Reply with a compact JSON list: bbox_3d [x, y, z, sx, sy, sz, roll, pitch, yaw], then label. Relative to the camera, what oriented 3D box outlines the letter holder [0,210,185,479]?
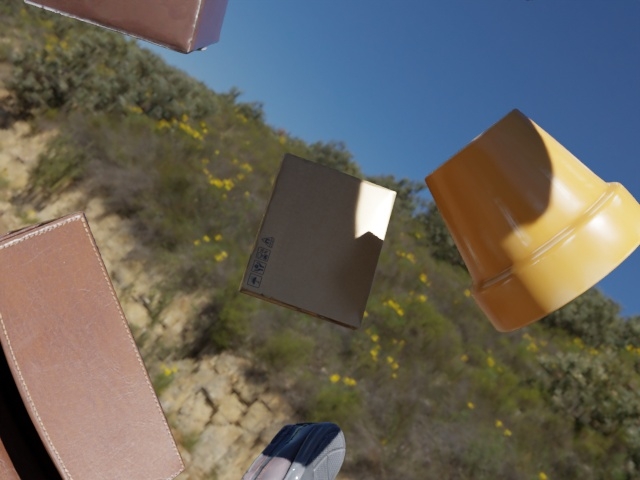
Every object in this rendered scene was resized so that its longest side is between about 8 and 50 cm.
[{"bbox_3d":[-0.310,0.153,0.872,0.152,0.214,0.302,-9,-76,45],"label":"letter holder"}]

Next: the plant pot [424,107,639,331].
[{"bbox_3d":[0.221,-0.034,0.943,0.188,0.205,0.205,52,-5,0],"label":"plant pot"}]

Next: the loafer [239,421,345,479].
[{"bbox_3d":[-0.077,0.348,1.120,0.095,0.302,0.109,4,-60,34],"label":"loafer"}]

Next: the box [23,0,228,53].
[{"bbox_3d":[-0.167,-0.311,0.842,0.167,0.203,0.168,17,16,-3],"label":"box"}]

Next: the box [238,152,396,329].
[{"bbox_3d":[0.000,0.000,1.118,0.164,0.201,0.021,19,-21,-7],"label":"box"}]
